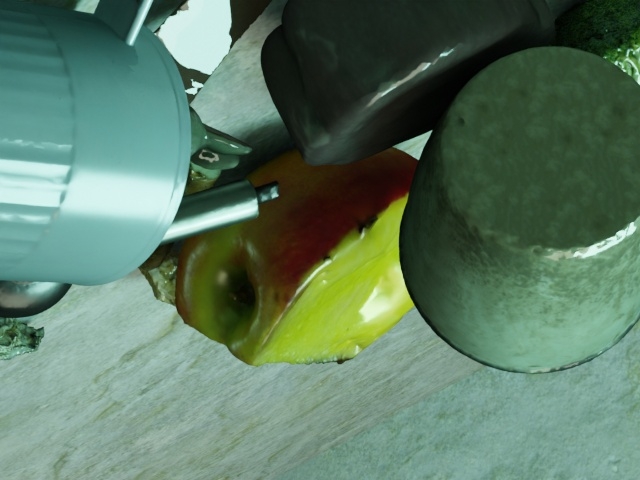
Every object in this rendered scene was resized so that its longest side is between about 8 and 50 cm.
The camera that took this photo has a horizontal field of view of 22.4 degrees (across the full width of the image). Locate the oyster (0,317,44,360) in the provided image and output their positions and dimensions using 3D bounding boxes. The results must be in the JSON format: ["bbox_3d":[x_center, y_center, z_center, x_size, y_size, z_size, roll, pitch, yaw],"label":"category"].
[{"bbox_3d":[-0.459,0.139,2.210,0.125,0.064,0.177,-15,178,27],"label":"oyster"}]

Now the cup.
[{"bbox_3d":[-0.288,-0.106,1.387,0.331,0.257,0.311,-33,158,34],"label":"cup"}]

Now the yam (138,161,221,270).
[{"bbox_3d":[-0.183,-0.039,2.017,0.061,0.061,0.253,-12,159,-30],"label":"yam"}]

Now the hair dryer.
[{"bbox_3d":[-0.212,0.010,1.747,0.284,0.155,0.320,0,180,-37],"label":"hair dryer"}]

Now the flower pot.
[{"bbox_3d":[0.227,-0.034,1.665,0.293,0.293,0.330,-21,165,-3],"label":"flower pot"}]

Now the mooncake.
[{"bbox_3d":[0.085,-0.201,1.659,0.306,0.154,0.306,-28,167,-7],"label":"mooncake"}]

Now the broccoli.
[{"bbox_3d":[0.392,-0.175,1.967,0.321,0.283,0.304,-33,159,-31],"label":"broccoli"}]

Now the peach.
[{"bbox_3d":[0.000,0.000,2.065,0.380,0.242,0.306,1,125,-54],"label":"peach"}]

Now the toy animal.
[{"bbox_3d":[-0.194,-0.114,1.729,0.236,0.108,0.138,-9,158,-48],"label":"toy animal"}]

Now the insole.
[{"bbox_3d":[-0.152,-0.169,1.587,0.328,0.007,0.111,-45,137,10],"label":"insole"}]

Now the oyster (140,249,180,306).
[{"bbox_3d":[-0.131,0.035,2.241,0.233,0.107,0.161,-16,153,-26],"label":"oyster"}]
